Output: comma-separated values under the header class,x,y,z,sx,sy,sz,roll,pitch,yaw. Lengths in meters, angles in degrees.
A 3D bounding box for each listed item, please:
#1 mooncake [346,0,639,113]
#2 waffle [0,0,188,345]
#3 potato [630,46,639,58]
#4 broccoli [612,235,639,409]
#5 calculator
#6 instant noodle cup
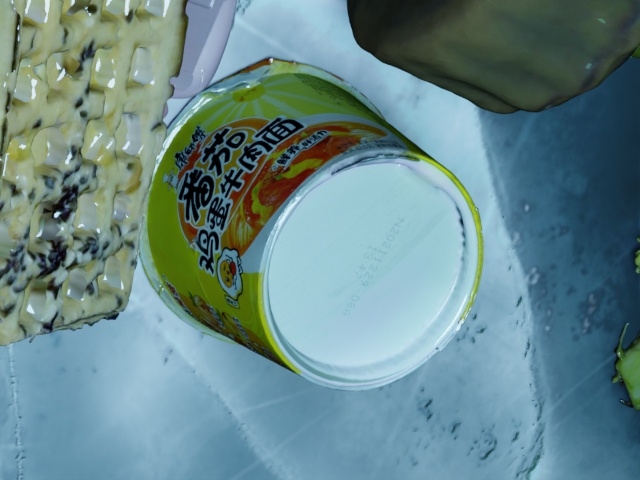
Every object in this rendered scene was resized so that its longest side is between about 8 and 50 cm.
class,x,y,z,sx,sy,sz,roll,pitch,yaw
mooncake,0.161,-0.249,1.486,0.161,0.290,0.290,26,94,-31
waffle,-0.211,-0.110,1.369,0.261,0.114,0.376,-19,123,-67
potato,0.342,-0.298,1.600,0.216,0.216,0.304,34,88,-31
broccoli,0.421,0.078,1.782,0.273,0.180,0.242,-50,122,-4
calculator,-0.123,-0.174,1.515,0.103,0.024,0.166,15,99,-30
instant noodle cup,0.000,0.000,1.534,0.264,0.200,0.264,-10,112,-24
